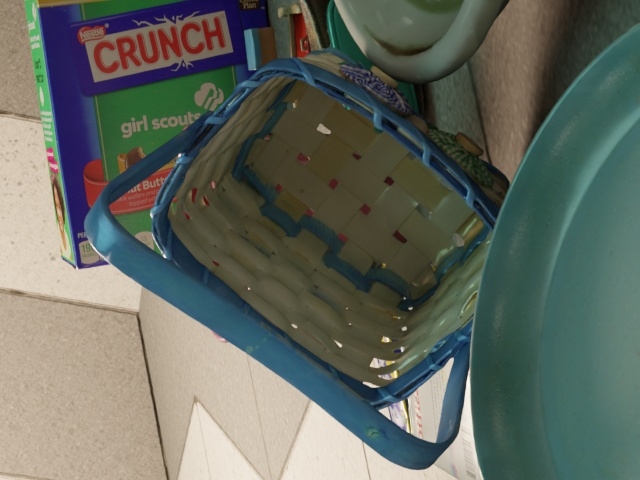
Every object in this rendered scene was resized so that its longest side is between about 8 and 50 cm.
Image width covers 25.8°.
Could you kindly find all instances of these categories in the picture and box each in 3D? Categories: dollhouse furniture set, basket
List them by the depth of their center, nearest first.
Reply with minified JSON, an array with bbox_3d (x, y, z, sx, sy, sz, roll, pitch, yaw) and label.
[{"bbox_3d":[0.000,0.000,0.924,0.201,0.255,0.289,-51,5,34],"label":"basket"},{"bbox_3d":[-0.053,-0.237,1.359,0.129,0.129,0.183,-162,65,-72],"label":"dollhouse furniture set"}]

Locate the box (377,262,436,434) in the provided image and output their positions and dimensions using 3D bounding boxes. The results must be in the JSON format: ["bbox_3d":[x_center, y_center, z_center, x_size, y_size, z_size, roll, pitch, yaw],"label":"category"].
[{"bbox_3d":[0.082,0.100,1.209,0.054,0.059,0.169,127,132,-72],"label":"box"}]

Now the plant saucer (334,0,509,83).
[{"bbox_3d":[0.079,-0.306,0.917,0.400,0.100,0.400,171,90,-74],"label":"plant saucer"}]

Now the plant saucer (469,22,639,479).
[{"bbox_3d":[0.178,0.036,0.705,0.317,0.044,0.317,-41,42,53],"label":"plant saucer"}]

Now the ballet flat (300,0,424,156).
[{"bbox_3d":[0.016,-0.223,1.187,0.106,0.107,0.316,-163,65,-80],"label":"ballet flat"}]

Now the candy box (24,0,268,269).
[{"bbox_3d":[-0.186,-0.146,1.620,0.122,0.268,0.317,-170,71,-69],"label":"candy box"}]

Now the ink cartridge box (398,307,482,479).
[{"bbox_3d":[0.126,0.111,1.038,0.175,0.072,0.127,-164,66,-73],"label":"ink cartridge box"}]

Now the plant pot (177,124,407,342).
[{"bbox_3d":[-0.023,-0.020,1.288,0.201,0.180,0.201,170,90,-74],"label":"plant pot"}]
